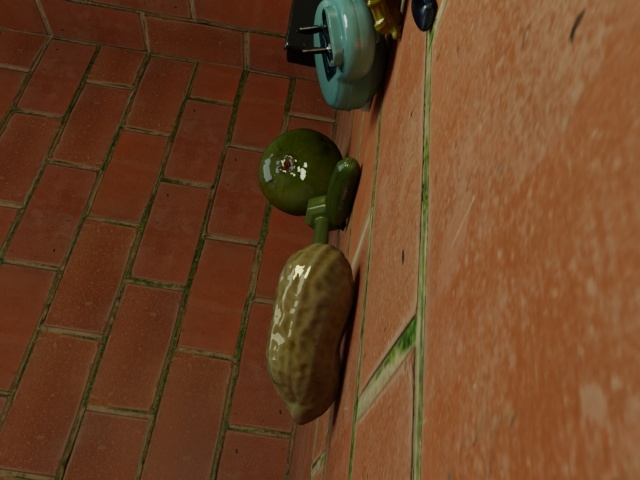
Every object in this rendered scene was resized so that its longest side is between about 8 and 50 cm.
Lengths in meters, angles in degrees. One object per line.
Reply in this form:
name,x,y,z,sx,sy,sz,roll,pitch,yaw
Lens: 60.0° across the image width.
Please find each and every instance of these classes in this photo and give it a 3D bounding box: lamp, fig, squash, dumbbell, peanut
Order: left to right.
fig,-0.049,-0.225,1.880,0.316,0.316,0.316,-171,90,-88
peanut,-0.018,0.165,0.969,0.153,0.140,0.325,-29,-55,-69
dumbbell,0.000,0.000,1.596,0.302,0.121,0.108,-82,-27,-44
squash,0.047,-0.109,1.312,0.252,0.066,0.066,102,176,-55
lamp,0.049,-0.355,1.030,0.284,0.147,0.209,-23,-79,-81

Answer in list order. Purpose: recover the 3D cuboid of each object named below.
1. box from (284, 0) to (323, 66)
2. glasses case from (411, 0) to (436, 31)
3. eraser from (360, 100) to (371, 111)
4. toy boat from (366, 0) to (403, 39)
box,0.039,-0.713,1.719,0.204,0.251,0.345,-144,65,-88
glasses case,0.117,-0.269,0.641,0.083,0.023,0.033,-83,4,-51
eraser,0.114,-0.372,1.226,0.150,0.023,0.104,102,177,-59
toy boat,0.111,-0.481,0.850,0.141,0.099,0.318,-14,-59,-46
